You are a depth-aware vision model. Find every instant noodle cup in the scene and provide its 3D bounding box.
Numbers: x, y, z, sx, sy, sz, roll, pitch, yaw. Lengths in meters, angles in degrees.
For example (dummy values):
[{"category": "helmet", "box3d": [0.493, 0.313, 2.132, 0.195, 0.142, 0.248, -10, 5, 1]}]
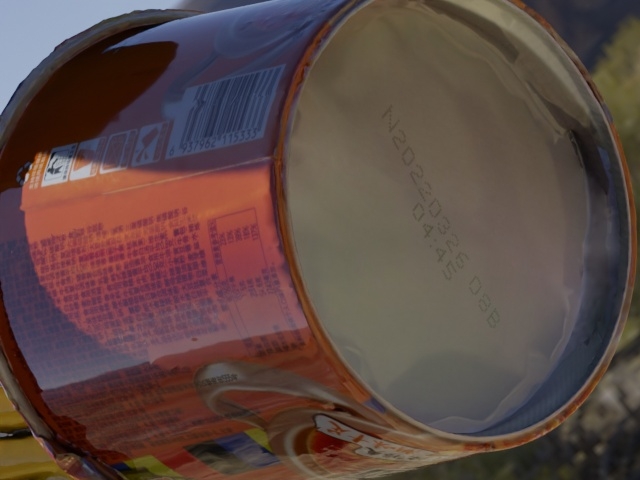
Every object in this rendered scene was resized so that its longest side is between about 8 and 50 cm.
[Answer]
[{"category": "instant noodle cup", "box3d": [0.000, 0.000, 0.856, 0.250, 0.250, 0.192, -40, 17, -35]}]

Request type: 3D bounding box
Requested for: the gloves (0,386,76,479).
[{"category": "gloves", "box3d": [-0.131, 0.116, 1.252, 0.294, 0.133, 0.116, -5, 5, 8]}]
